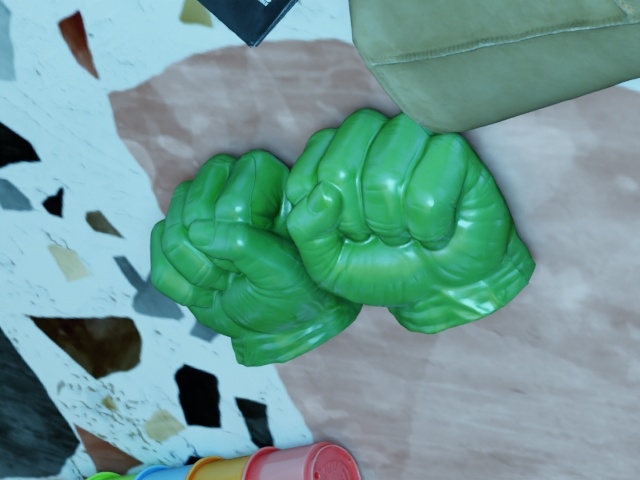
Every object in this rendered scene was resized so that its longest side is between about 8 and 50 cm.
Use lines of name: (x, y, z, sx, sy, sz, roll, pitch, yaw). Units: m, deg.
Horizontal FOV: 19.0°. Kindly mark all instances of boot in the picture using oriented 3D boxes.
boot: (0.105, -0.157, 1.023, 0.269, 0.089, 0.236, -4, 130, 49)

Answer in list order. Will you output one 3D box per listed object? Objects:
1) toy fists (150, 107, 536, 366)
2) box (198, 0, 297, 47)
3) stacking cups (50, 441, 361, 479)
toy fists: (0.000, 0.000, 1.262, 0.279, 0.096, 0.142, -14, 116, 42)
box: (-0.031, -0.217, 1.032, 0.147, 0.180, 0.077, 42, 139, -4)
stacking cups: (-0.101, 0.213, 1.529, 0.316, 0.096, 0.096, -17, 116, 36)
